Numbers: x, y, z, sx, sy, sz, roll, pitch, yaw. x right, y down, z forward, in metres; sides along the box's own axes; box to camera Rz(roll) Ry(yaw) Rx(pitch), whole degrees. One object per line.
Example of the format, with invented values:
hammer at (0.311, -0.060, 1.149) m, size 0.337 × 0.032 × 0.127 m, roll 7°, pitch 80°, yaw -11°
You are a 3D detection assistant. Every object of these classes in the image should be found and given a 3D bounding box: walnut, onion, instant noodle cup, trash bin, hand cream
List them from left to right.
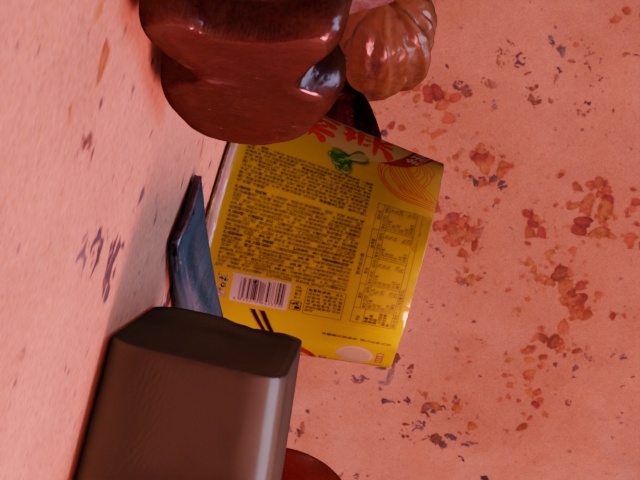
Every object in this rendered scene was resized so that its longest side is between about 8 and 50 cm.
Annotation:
trash bin at (-0.113, 0.241, 1.008) m, size 0.223 × 0.158 × 0.344 m, roll -50°, pitch 155°, yaw -85°
hand cream at (-0.116, 0.037, 1.170) m, size 0.224 × 0.048 × 0.083 m, roll 91°, pitch 12°, yaw -54°
instant noodle cup at (0.000, 0.000, 1.397) m, size 0.311 × 0.221 × 0.311 m, roll 16°, pitch 90°, yaw -88°
onion at (0.012, -0.162, 1.830) m, size 0.195 × 0.139 × 0.218 m, roll -89°, pitch 169°, yaw -84°
walnut at (0.089, -0.316, 1.994) m, size 0.213 × 0.213 × 0.213 m, roll 15°, pitch 90°, yaw -88°

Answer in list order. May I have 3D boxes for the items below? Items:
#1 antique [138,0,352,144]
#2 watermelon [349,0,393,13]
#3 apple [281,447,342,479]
antique at (-0.036, -0.158, 0.786) m, size 0.257 × 0.121 × 0.143 m, roll 95°, pitch 3°, yaw -80°
watermelon at (0.078, -0.407, 1.696) m, size 0.136 × 0.202 × 0.207 m, roll 0°, pitch -113°, yaw 52°
apple at (-0.078, 0.384, 1.651) m, size 0.216 × 0.260 × 0.260 m, roll 45°, pitch 56°, yaw -57°
